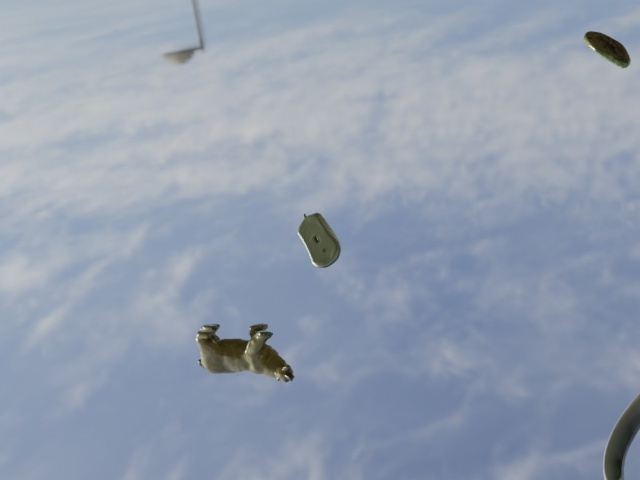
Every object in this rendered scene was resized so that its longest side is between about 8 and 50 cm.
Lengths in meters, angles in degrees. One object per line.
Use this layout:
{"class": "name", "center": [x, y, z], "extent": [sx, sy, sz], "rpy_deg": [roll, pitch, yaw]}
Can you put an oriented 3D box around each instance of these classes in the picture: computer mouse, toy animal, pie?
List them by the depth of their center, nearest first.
{"class": "pie", "center": [0.430, -0.287, 1.696], "extent": [0.084, 0.021, 0.084], "rpy_deg": [22, -147, -15]}
{"class": "computer mouse", "center": [0.000, 0.000, 1.850], "extent": [0.056, 0.032, 0.110], "rpy_deg": [-38, -123, 12]}
{"class": "toy animal", "center": [-0.142, 0.212, 2.124], "extent": [0.218, 0.101, 0.103], "rpy_deg": [-2, -176, 22]}

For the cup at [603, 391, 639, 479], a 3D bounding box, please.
{"class": "cup", "center": [0.525, 0.237, 1.426], "extent": [0.322, 0.237, 0.327], "rpy_deg": [1, -121, 46]}
